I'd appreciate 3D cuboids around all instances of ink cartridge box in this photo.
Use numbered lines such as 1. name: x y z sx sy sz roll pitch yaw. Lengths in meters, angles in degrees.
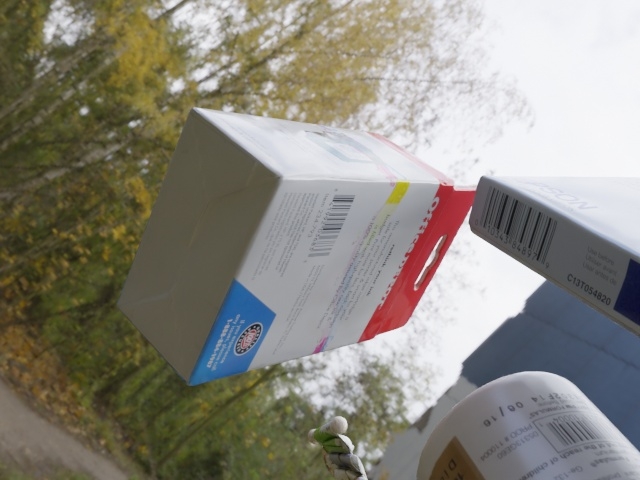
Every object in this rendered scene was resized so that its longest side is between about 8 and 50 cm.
1. ink cartridge box: 0.243 0.012 0.435 0.223 0.223 0.045 41 -53 55
2. ink cartridge box: 0.000 0.000 0.474 0.078 0.134 0.231 38 23 30

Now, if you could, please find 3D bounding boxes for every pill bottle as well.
1. pill bottle: 0.158 0.192 0.406 0.131 0.131 0.229 62 -4 -35

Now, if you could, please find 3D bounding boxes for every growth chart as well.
1. growth chart: 0.045 0.277 0.682 0.172 0.021 0.237 108 -37 -64
